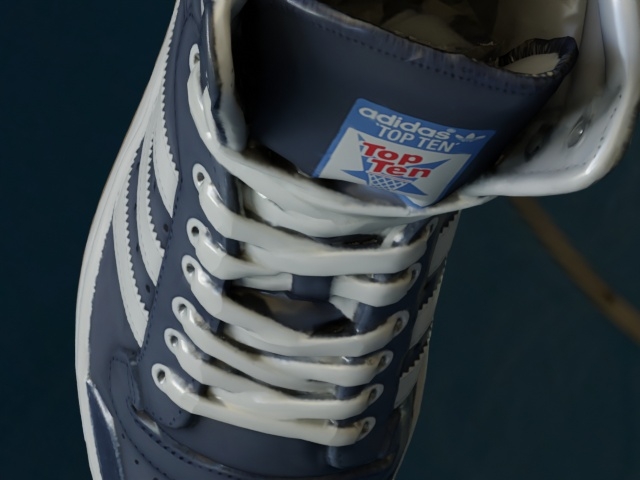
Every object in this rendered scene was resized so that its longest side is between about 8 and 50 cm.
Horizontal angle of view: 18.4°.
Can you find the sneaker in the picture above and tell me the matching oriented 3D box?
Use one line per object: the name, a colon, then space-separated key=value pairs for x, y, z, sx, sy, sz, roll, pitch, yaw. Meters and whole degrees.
sneaker: x=0.000 y=0.000 z=0.466 sx=0.099 sy=0.282 sz=0.153 roll=9 pitch=-159 yaw=-10
